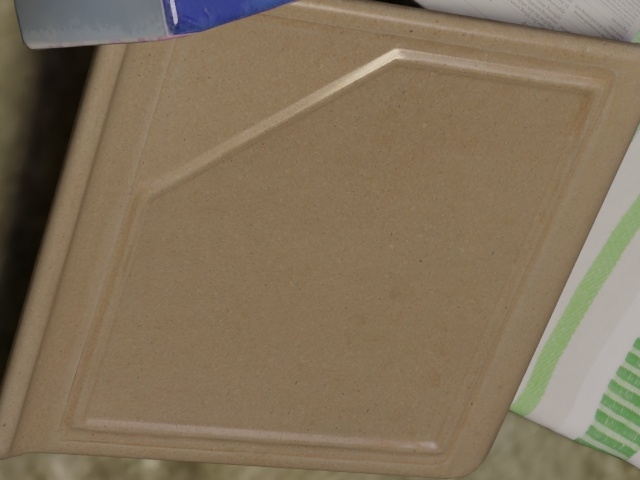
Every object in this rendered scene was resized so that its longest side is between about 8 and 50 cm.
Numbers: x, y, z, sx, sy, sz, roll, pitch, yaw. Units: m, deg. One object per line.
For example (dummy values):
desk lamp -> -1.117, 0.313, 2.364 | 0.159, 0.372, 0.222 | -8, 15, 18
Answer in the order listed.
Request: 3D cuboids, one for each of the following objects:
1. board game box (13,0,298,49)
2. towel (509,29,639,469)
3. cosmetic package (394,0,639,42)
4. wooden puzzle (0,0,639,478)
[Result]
board game box -> 0.015, -0.246, 0.569 | 0.318, 0.066, 0.318 | -26, 112, -45
towel -> 0.217, 0.008, 0.908 | 0.325, 0.038, 0.248 | 27, 97, -33
cosmetic package -> 0.036, -0.148, 0.732 | 0.239, 0.060, 0.099 | 33, 91, -34
wooden puzzle -> 0.000, 0.000, 0.756 | 0.239, 0.044, 0.221 | 4, 125, -26
